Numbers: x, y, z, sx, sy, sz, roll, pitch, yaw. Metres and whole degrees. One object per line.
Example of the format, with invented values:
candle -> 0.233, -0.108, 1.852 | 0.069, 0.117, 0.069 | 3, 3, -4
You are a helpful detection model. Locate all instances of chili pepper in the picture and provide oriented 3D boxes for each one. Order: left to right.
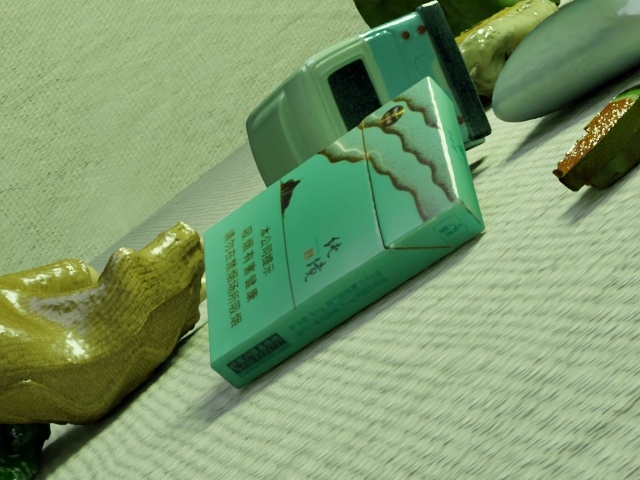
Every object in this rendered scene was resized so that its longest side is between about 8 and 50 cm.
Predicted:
chili pepper -> -0.296, 0.211, 1.592 | 0.088, 0.059, 0.227 | -41, 11, 5

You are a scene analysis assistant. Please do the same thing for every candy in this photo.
candy -> 0.225, -0.166, 1.417 | 0.174, 0.071, 0.138 | -31, 9, 39

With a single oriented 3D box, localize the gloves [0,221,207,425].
gloves -> -0.243, 0.092, 1.631 | 0.356, 0.155, 0.203 | -24, 18, -35

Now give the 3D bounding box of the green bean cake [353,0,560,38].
green bean cake -> 0.149, -0.339, 2.154 | 0.156, 0.250, 0.247 | -40, 9, -29

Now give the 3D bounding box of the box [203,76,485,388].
box -> 0.010, -0.008, 1.303 | 0.229, 0.041, 0.162 | -34, 35, 20

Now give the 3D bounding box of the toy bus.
toy bus -> 0.026, -0.104, 1.561 | 0.165, 0.133, 0.271 | -22, -2, -17

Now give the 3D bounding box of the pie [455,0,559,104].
pie -> 0.117, -0.162, 1.878 | 0.339, 0.077, 0.339 | -37, 7, 5

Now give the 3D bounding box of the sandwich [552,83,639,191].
sandwich -> 0.190, -0.065, 1.123 | 0.067, 0.029, 0.135 | -38, 6, 35
